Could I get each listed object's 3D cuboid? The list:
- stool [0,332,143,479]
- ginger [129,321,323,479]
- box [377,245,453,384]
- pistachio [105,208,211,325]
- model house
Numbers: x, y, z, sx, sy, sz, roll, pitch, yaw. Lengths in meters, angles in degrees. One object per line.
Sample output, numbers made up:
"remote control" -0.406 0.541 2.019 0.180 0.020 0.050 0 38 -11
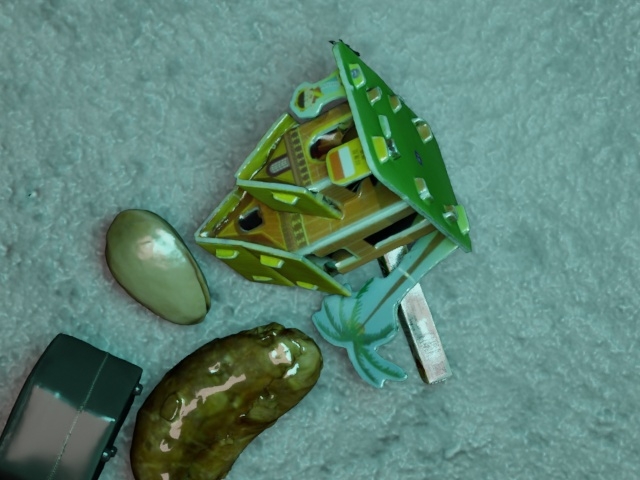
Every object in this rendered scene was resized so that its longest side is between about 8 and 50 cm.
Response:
"stool" -0.333 0.247 1.767 0.141 0.232 0.232 23 90 -3
"ginger" -0.137 0.213 1.785 0.321 0.172 0.165 -46 132 13
"box" 0.129 0.098 1.850 0.041 0.050 0.207 -21 91 -5
"pistachio" -0.218 0.036 1.814 0.126 0.108 0.185 -24 108 37
"model house" 0.000 0.000 1.701 0.323 0.300 0.340 -25 61 20
